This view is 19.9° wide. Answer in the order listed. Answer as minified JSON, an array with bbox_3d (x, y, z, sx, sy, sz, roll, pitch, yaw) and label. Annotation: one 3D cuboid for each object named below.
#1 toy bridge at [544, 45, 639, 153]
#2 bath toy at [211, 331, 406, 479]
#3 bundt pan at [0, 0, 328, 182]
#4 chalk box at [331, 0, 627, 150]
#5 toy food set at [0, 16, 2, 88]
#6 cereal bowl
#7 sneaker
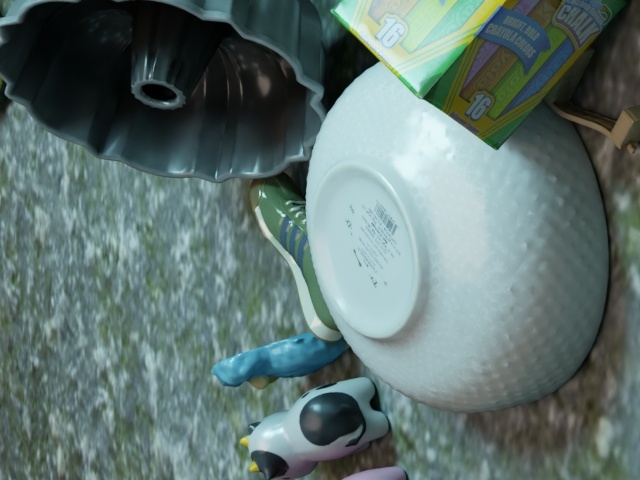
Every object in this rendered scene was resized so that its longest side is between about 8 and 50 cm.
[{"bbox_3d":[0.205,-0.138,1.514,0.188,0.026,0.063,55,143,29],"label":"toy bridge"},{"bbox_3d":[0.011,0.264,1.838,0.151,0.129,0.348,-44,66,52],"label":"bath toy"},{"bbox_3d":[-0.141,-0.190,1.750,0.331,0.331,0.124,-31,40,55],"label":"bundt pan"},{"bbox_3d":[0.143,-0.206,1.452,0.213,0.132,0.132,-50,53,10],"label":"chalk box"},{"bbox_3d":[-0.448,-0.251,2.396,0.128,0.071,0.218,45,143,3],"label":"toy food set"},{"bbox_3d":[0.091,-0.003,1.624,0.339,0.141,0.339,24,120,51],"label":"cereal bowl"},{"bbox_3d":[0.000,0.000,1.831,0.086,0.064,0.192,-40,68,45],"label":"sneaker"}]
